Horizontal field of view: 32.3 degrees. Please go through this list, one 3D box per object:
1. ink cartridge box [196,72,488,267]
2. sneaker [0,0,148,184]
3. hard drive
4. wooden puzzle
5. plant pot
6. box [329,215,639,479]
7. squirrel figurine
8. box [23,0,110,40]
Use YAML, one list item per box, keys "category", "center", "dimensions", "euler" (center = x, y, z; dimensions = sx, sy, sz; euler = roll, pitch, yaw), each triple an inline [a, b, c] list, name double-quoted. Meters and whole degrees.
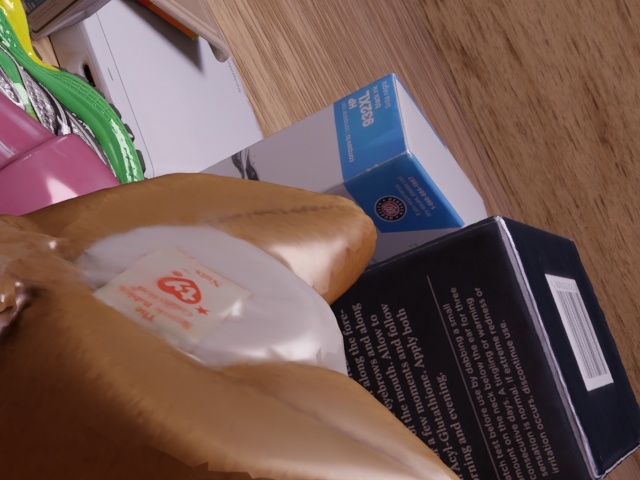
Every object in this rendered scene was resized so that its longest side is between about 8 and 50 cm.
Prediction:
- category: "ink cartridge box"
  center: [0.000, 0.000, 1.151]
  dimensions: [0.223, 0.307, 0.129]
  euler: [48, 25, -41]
- category: "sneaker"
  center: [-0.269, -0.095, 0.868]
  dimensions: [0.343, 0.134, 0.146]
  euler: [53, 30, -7]
- category: "hard drive"
  center: [-0.173, -0.164, 1.273]
  dimensions: [0.233, 0.047, 0.353]
  euler: [69, 20, 6]
- category: "wooden puzzle"
  center: [-0.214, -0.327, 1.286]
  dimensions: [0.238, 0.044, 0.221]
  euler: [36, 21, -49]
- category: "plant pot"
  center: [-0.261, -0.035, 0.725]
  dimensions: [0.180, 0.201, 0.201]
  euler: [49, 22, -4]
- category: "box"
  center: [0.050, 0.153, 0.976]
  dimensions: [0.293, 0.395, 0.212]
  euler: [8, 62, -66]
- category: "squirrel figurine"
  center: [-0.159, 0.170, 0.600]
  dimensions: [0.396, 0.370, 0.281]
  euler: [10, 29, -23]
- category: "box"
  center: [-0.270, -0.353, 1.010]
  dimensions: [0.290, 0.169, 0.087]
  euler: [60, 38, -9]
